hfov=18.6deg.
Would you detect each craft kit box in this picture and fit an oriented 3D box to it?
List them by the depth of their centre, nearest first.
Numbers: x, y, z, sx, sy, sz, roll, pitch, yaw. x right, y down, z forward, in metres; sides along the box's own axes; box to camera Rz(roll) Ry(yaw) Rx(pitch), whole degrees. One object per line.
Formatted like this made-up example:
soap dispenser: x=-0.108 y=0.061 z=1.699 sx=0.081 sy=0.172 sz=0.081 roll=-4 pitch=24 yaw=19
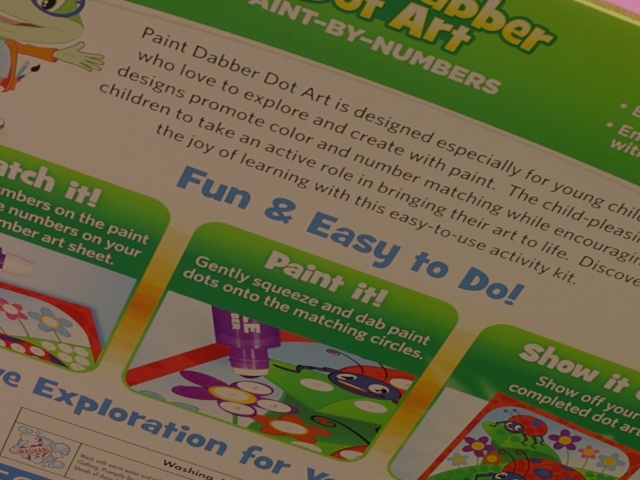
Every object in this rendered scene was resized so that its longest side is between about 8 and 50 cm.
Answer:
craft kit box: x=0.000 y=0.000 z=0.516 sx=0.250 sy=0.061 sz=0.246 roll=20 pitch=138 yaw=-12
